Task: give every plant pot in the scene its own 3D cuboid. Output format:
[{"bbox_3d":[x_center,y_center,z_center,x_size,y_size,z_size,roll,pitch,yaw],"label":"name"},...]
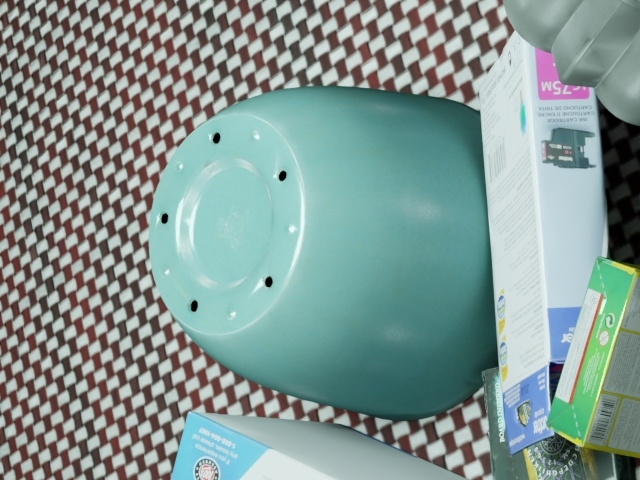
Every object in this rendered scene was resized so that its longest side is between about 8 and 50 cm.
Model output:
[{"bbox_3d":[0.000,0.000,1.526,0.293,0.235,0.293,-9,77,41],"label":"plant pot"}]

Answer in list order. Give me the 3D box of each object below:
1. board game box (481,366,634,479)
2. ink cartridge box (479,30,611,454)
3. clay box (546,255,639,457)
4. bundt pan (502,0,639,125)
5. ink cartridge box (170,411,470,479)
[{"bbox_3d":[0.194,0.186,1.456,0.126,0.026,0.186,-15,73,41],"label":"board game box"},{"bbox_3d":[0.172,0.002,1.377,0.186,0.065,0.311,113,157,-77],"label":"ink cartridge box"},{"bbox_3d":[0.277,0.097,1.276,0.053,0.222,0.127,25,100,61],"label":"clay box"},{"bbox_3d":[0.248,-0.197,1.289,0.124,0.330,0.331,-54,50,43],"label":"bundt pan"},{"bbox_3d":[-0.016,0.305,1.513,0.198,0.197,0.270,20,96,42],"label":"ink cartridge box"}]
